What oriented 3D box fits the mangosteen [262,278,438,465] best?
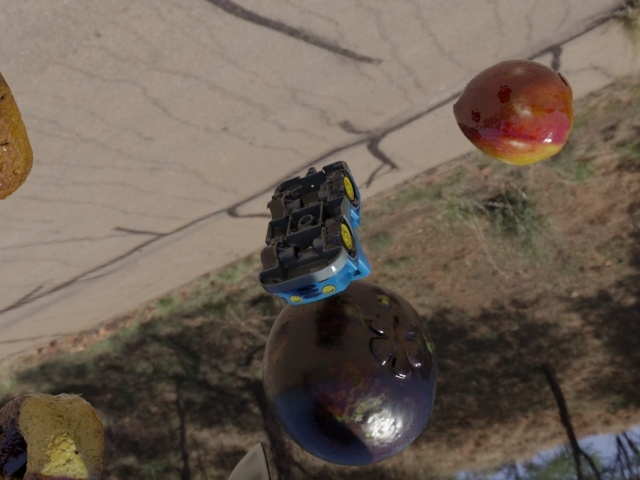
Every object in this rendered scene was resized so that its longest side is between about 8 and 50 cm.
[{"bbox_3d":[0.021,0.172,0.897,0.231,0.231,0.289,-13,170,-30],"label":"mangosteen"}]

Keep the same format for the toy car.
[{"bbox_3d":[0.000,0.000,0.761,0.097,0.191,0.100,-19,126,20],"label":"toy car"}]

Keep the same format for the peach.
[{"bbox_3d":[0.328,-0.222,1.184,0.197,0.197,0.197,-19,169,-4],"label":"peach"}]

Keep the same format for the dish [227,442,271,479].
[{"bbox_3d":[-0.065,0.298,0.661,0.066,0.190,0.190,-12,168,-8],"label":"dish"}]

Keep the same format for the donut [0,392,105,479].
[{"bbox_3d":[-0.243,0.195,0.578,0.140,0.140,0.059,-26,149,29],"label":"donut"}]

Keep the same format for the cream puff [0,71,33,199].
[{"bbox_3d":[-0.662,-0.200,1.241,0.212,0.303,0.303,-32,179,-39],"label":"cream puff"}]
